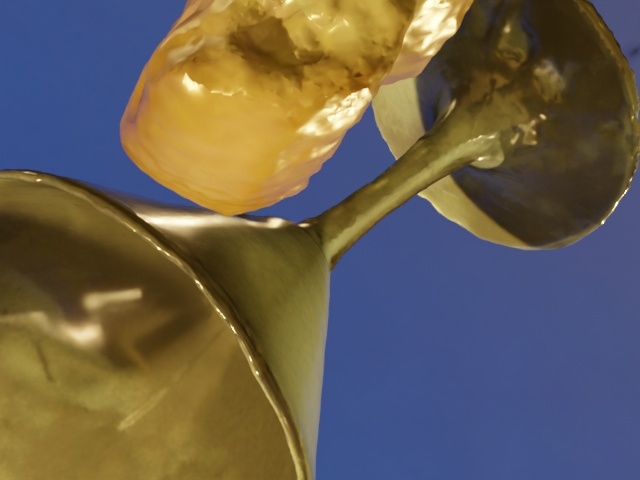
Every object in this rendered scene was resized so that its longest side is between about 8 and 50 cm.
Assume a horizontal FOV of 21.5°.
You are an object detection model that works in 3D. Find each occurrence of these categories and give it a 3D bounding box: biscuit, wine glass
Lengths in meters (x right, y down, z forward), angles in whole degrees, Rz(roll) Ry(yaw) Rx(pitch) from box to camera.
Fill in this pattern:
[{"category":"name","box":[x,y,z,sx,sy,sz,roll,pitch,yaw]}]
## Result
[{"category":"biscuit","box":[0.021,-0.125,0.654,0.091,0.274,0.213,32,168,-8]},{"category":"wine glass","box":[0.000,0.000,0.955,0.267,0.267,0.406,48,-134,4]}]
